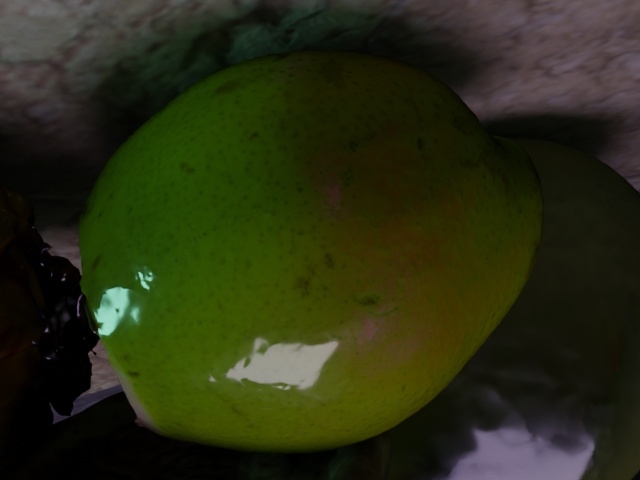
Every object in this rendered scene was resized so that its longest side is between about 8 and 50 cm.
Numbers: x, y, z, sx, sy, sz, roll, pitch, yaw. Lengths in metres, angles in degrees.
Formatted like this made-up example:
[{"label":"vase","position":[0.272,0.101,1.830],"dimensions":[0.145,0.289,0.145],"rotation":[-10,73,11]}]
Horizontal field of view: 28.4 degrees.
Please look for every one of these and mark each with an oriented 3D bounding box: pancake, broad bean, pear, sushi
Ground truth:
[{"label":"pancake","position":[-0.075,0.124,0.632],"dimensions":[0.235,0.029,0.212],"rotation":[-1,-158,31]},{"label":"broad bean","position":[0.087,0.078,0.744],"dimensions":[0.238,0.291,0.119],"rotation":[31,-167,-10]},{"label":"pear","position":[0.000,0.000,0.591],"dimensions":[0.220,0.187,0.187],"rotation":[-23,161,-6]},{"label":"sushi","position":[-0.212,0.049,0.617],"dimensions":[0.200,0.204,0.213],"rotation":[16,124,8]}]

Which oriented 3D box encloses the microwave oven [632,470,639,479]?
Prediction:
[{"label":"microwave oven","position":[0.149,0.241,1.003],"dimensions":[0.236,0.374,0.432],"rotation":[-43,154,-2]}]
